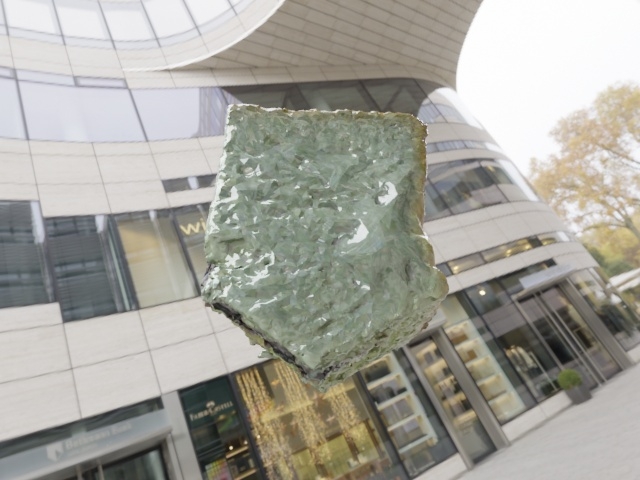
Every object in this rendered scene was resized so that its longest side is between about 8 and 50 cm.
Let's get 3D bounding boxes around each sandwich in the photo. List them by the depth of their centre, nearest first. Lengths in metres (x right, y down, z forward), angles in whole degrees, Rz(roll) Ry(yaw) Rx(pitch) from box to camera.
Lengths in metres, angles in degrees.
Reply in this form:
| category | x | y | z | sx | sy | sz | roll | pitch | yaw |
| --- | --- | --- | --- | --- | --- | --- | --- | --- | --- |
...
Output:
| category | x | y | z | sx | sy | sz | roll | pitch | yaw |
| --- | --- | --- | --- | --- | --- | --- | --- | --- | --- |
| sandwich | 0.001 | 0.000 | 0.508 | 0.262 | 0.326 | 0.131 | 3 | -26 | -7 |
